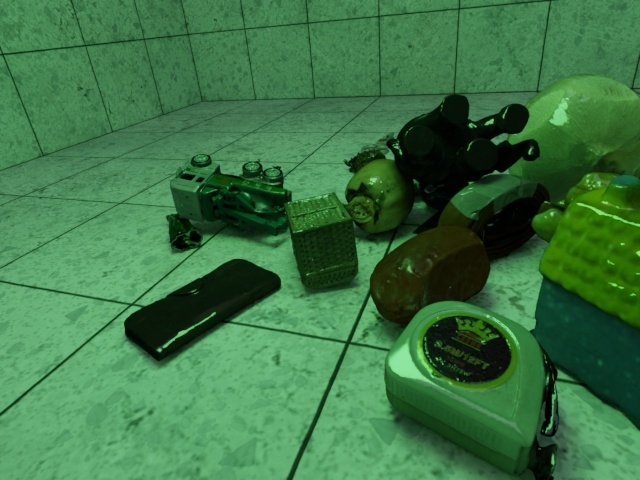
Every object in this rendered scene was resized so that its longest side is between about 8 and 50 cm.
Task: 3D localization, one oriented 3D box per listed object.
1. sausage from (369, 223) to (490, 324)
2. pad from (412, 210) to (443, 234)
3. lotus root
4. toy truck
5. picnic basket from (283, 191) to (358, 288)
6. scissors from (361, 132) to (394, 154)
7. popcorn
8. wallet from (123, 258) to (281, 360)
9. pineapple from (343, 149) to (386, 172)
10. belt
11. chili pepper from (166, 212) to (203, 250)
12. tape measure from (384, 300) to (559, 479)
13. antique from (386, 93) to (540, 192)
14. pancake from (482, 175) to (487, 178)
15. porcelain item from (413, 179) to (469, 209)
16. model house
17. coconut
[{"bbox_3d":[0.205,0.065,0.797,0.268,0.153,0.141,-26,12,-33],"label":"sausage"},{"bbox_3d":[0.362,-0.048,1.143,0.142,0.003,0.211,17,35,35],"label":"pad"},{"bbox_3d":[0.178,-0.137,1.157,0.182,0.183,0.310,9,30,26],"label":"lotus root"},{"bbox_3d":[-0.240,-0.120,1.180,0.363,0.177,0.178,16,42,16],"label":"toy truck"},{"bbox_3d":[0.000,0.000,0.959,0.134,0.154,0.196,-14,24,-5],"label":"picnic basket"},{"bbox_3d":[0.270,-0.425,1.845,0.118,0.031,0.242,11,36,28],"label":"scissors"},{"bbox_3d":[0.581,-0.017,0.863,0.265,0.192,0.233,15,64,28],"label":"popcorn"},{"bbox_3d":[-0.243,0.127,0.883,0.165,0.042,0.309,21,37,37],"label":"wallet"},{"bbox_3d":[0.157,-0.275,1.525,0.108,0.108,0.197,-19,17,-24],"label":"pineapple"},{"bbox_3d":[0.397,-0.056,0.958,0.261,0.184,0.105,-16,30,-19],"label":"belt"},{"bbox_3d":[-0.412,-0.038,1.209,0.088,0.059,0.227,-13,26,-27],"label":"chili pepper"},{"bbox_3d":[0.229,0.196,0.597,0.235,0.115,0.207,20,42,33],"label":"tape measure"},{"bbox_3d":[0.321,-0.225,1.013,0.321,0.185,0.255,7,-6,-3],"label":"antique"},{"bbox_3d":[0.445,-0.307,1.555,0.304,0.067,0.427,0,26,7],"label":"pancake"},{"bbox_3d":[0.326,-0.185,1.271,0.186,0.138,0.288,-12,25,2],"label":"porcelain item"},{"bbox_3d":[0.459,0.073,0.599,0.215,0.303,0.237,-22,32,-16],"label":"model house"},{"bbox_3d":[0.674,-0.251,1.119,0.346,0.347,0.360,6,28,21],"label":"coconut"}]
